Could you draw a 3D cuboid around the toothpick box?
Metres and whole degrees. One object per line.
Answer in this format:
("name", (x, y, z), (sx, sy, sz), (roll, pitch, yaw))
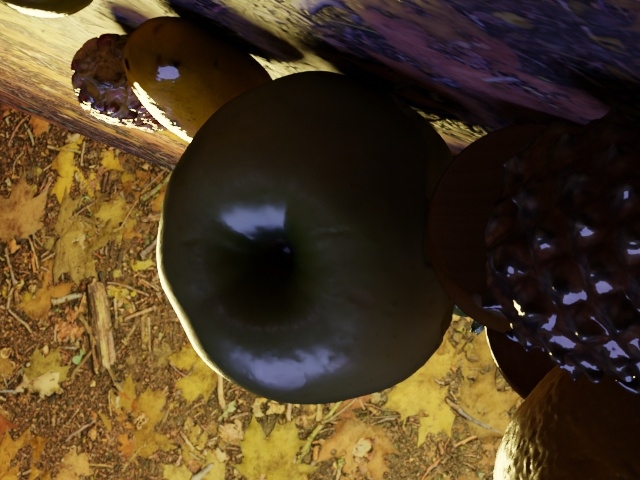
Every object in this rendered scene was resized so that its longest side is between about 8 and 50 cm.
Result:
("toothpick box", (0.193, 0.027, 1.224), (0.192, 0.192, 0.294), (21, 170, 29))

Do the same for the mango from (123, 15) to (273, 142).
("mango", (-0.108, -0.137, 1.390), (0.115, 0.090, 0.178), (8, 165, 38))

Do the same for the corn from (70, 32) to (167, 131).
("corn", (-0.194, -0.156, 1.671), (0.092, 0.092, 0.280), (23, 179, 5))

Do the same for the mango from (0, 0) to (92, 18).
("mango", (-0.213, -0.202, 1.154), (0.103, 0.076, 0.161), (19, -178, -25))

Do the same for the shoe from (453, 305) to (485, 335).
("shoe", (0.145, 0.010, 1.578), (0.128, 0.140, 0.262), (28, 178, 43))

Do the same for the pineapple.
("pineapple", (0.265, 0.015, 0.889), (0.361, 0.175, 0.175), (4, 166, 37))

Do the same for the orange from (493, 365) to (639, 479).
("orange", (0.239, 0.173, 1.068), (0.264, 0.264, 0.264), (23, 177, 1))

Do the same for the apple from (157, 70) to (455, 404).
("apple", (0.000, 0.000, 1.296), (0.279, 0.279, 0.279), (23, 177, 1))
